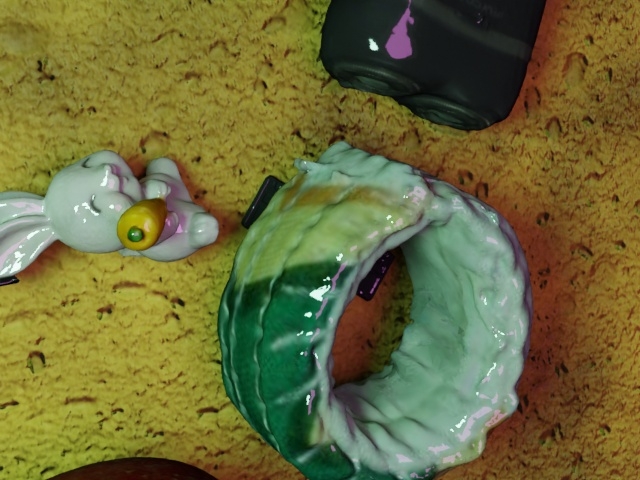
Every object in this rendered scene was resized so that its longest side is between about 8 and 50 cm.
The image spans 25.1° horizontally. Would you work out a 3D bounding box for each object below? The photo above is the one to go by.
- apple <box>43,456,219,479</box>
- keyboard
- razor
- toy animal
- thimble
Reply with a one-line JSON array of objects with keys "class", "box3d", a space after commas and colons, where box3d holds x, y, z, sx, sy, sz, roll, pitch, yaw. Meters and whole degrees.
[{"class": "apple", "box3d": [-0.132, 0.331, 1.085, 0.277, 0.348, 0.348, -38, 114, -24]}, {"class": "keyboard", "box3d": [0.000, 0.000, 1.284, 0.155, 0.010, 0.053, 33, 83, -29]}, {"class": "razor", "box3d": [0.133, -0.275, 1.253, 0.204, 0.113, 0.349, 23, 87, -32]}, {"class": "toy animal", "box3d": [-0.177, -0.009, 1.122, 0.181, 0.131, 0.127, 5, 132, -43]}, {"class": "thimble", "box3d": [0.046, 0.065, 1.221, 0.254, 0.167, 0.288, -7, 106, -26]}]
